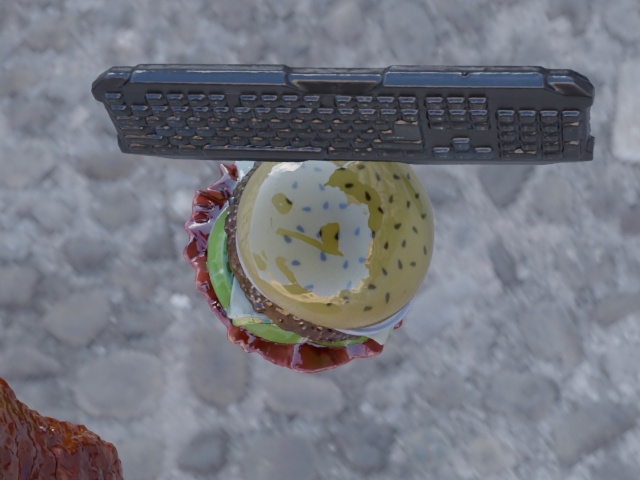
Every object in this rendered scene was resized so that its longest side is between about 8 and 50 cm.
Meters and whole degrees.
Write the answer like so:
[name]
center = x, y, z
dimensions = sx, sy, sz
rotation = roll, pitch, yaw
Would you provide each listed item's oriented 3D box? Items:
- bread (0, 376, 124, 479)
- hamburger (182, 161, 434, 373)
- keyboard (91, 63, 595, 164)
[bread]
center = -0.176, 0.119, 0.913
dimensions = 0.095, 0.269, 0.139
rotation = 5, 72, 42
[hamburger]
center = 0.003, 0.002, 1.363
dimensions = 0.137, 0.175, 0.175
rotation = -34, 38, 61
[keyboard]
center = 0.014, -0.064, 1.061
dimensions = 0.262, 0.106, 0.016
rotation = 1, 66, 8
